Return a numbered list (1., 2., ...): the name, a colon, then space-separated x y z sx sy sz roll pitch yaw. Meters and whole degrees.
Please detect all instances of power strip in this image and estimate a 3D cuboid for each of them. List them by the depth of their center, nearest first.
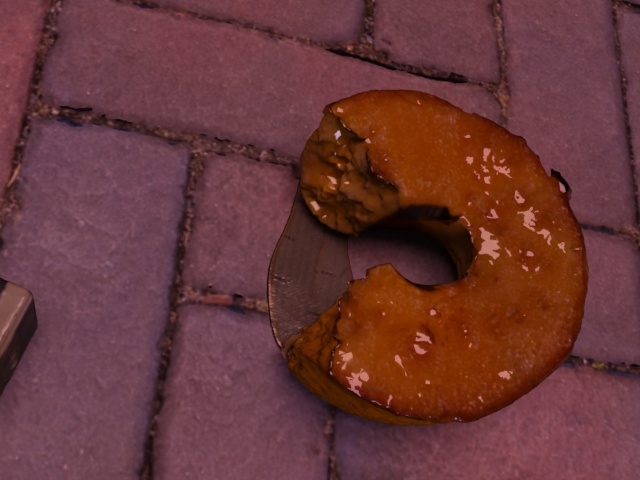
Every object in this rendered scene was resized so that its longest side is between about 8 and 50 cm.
1. power strip: -0.380 0.159 0.914 0.070 0.105 0.257 22 61 -6

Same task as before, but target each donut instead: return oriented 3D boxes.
1. donut: 0.139 0.040 1.085 0.377 0.163 0.435 16 61 -15

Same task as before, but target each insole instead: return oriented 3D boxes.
1. insole: 0.000 0.000 1.153 0.119 0.009 0.348 16 62 -7
